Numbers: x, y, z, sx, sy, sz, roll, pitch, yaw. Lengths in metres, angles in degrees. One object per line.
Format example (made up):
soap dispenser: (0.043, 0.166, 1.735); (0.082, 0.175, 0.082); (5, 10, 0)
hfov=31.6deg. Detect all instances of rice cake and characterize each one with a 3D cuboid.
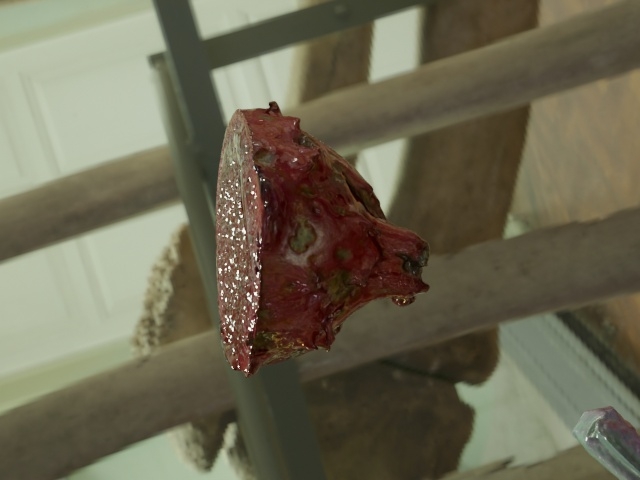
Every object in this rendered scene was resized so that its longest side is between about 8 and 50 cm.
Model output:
rice cake: (0.335, 0.245, 0.950); (0.290, 0.051, 0.081); (43, 176, 10)

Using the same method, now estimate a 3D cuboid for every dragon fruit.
dragon fruit: (0.000, 0.000, 0.637); (0.153, 0.111, 0.153); (-177, 90, -74)
